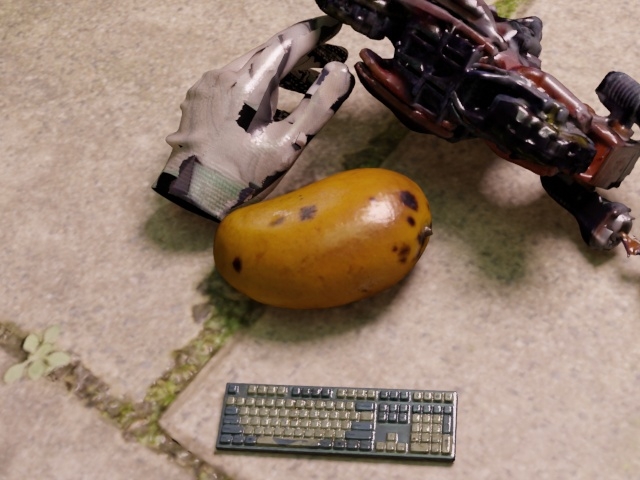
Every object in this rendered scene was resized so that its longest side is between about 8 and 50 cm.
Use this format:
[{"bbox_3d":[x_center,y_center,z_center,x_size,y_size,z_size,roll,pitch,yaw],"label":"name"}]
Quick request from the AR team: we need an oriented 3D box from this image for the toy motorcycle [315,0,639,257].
[{"bbox_3d":[0.175,-0.100,0.844,0.401,0.134,0.207,42,24,32],"label":"toy motorcycle"}]

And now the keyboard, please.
[{"bbox_3d":[0.012,0.133,0.774,0.176,0.014,0.055,1,56,10],"label":"keyboard"}]

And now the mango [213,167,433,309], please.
[{"bbox_3d":[0.002,0.002,0.830,0.178,0.090,0.115,-14,41,2],"label":"mango"}]

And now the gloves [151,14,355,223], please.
[{"bbox_3d":[-0.054,-0.117,0.902,0.111,0.127,0.212,30,83,-16],"label":"gloves"}]
